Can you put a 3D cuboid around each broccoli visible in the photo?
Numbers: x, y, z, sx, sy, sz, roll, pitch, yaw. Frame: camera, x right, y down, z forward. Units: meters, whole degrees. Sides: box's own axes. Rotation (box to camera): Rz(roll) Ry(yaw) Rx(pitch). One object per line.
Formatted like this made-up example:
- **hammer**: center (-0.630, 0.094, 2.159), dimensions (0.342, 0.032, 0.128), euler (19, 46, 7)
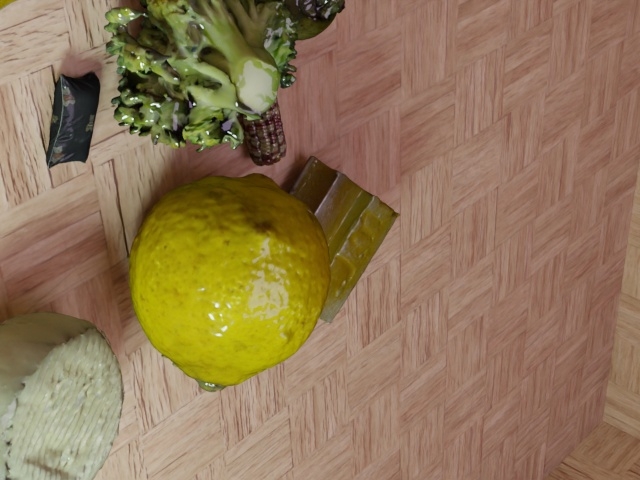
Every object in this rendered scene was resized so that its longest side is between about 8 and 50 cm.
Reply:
- **broccoli**: center (-0.188, -0.297, 1.750), dimensions (0.324, 0.272, 0.334), euler (28, 96, -16)

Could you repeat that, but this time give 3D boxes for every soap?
- **soap**: center (0.000, 0.000, 2.239), dimensions (0.281, 0.143, 0.259), euler (-58, 142, 0)

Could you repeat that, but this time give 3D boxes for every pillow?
- **pillow**: center (-0.383, -0.187, 1.704), dimensions (0.090, 0.048, 0.150), euler (-4, 112, -48)

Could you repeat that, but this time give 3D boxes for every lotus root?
- **lotus root**: center (-0.010, -0.460, 1.990), dimensions (0.183, 0.078, 0.204), euler (2, 108, -53)

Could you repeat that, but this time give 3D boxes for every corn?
- **corn**: center (-0.109, -0.243, 2.001), dimensions (0.079, 0.079, 0.237), euler (-35, 132, -35)

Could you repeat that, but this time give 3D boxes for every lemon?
- **lemon**: center (-0.159, 0.068, 1.891), dimensions (0.350, 0.349, 0.387), euler (19, 87, -55)

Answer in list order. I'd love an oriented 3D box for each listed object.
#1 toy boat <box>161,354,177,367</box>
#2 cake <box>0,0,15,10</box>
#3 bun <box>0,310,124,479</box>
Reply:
- **toy boat**: center (-0.219, 0.140, 2.080), dimensions (0.226, 0.088, 0.068), euler (-56, 143, -11)
- **cake**: center (-0.431, -0.345, 1.523), dimensions (0.185, 0.079, 0.116), euler (-4, 111, -56)
- **bun**: center (-0.472, 0.269, 1.719), dimensions (0.359, 0.211, 0.360), euler (11, 90, -67)
